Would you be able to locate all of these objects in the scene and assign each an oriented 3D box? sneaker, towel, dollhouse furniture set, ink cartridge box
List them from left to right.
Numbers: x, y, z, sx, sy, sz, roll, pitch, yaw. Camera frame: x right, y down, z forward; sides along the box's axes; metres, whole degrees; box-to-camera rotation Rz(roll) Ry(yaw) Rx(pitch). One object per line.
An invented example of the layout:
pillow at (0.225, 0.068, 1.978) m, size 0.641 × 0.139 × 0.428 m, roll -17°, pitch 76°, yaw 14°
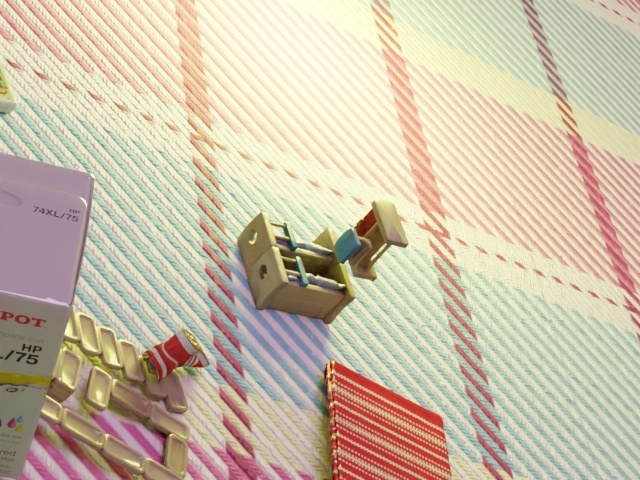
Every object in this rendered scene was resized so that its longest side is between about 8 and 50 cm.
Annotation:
ink cartridge box at (-0.358, 0.067, 1.584) m, size 0.198 × 0.270 × 0.197 m, roll 13°, pitch 41°, yaw -11°
sneaker at (-0.176, 0.144, 1.919) m, size 0.042 × 0.067 × 0.118 m, roll 56°, pitch -3°, yaw 19°
dollhouse furniture set at (0.000, 0.000, 2.140) m, size 0.129 × 0.183 × 0.129 m, roll 14°, pitch 43°, yaw -36°
towel at (0.089, 0.284, 2.033) m, size 0.199 × 0.031 × 0.275 m, roll 28°, pitch 30°, yaw -21°

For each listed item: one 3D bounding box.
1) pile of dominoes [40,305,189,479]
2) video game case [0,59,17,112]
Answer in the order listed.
pile of dominoes at (-0.259, 0.179, 1.830) m, size 0.251 × 0.040 × 0.196 m, roll 36°, pitch 29°, yaw -24°
video game case at (-0.512, -0.254, 2.040) m, size 0.212 × 0.023 × 0.193 m, roll 6°, pitch 48°, yaw -43°
